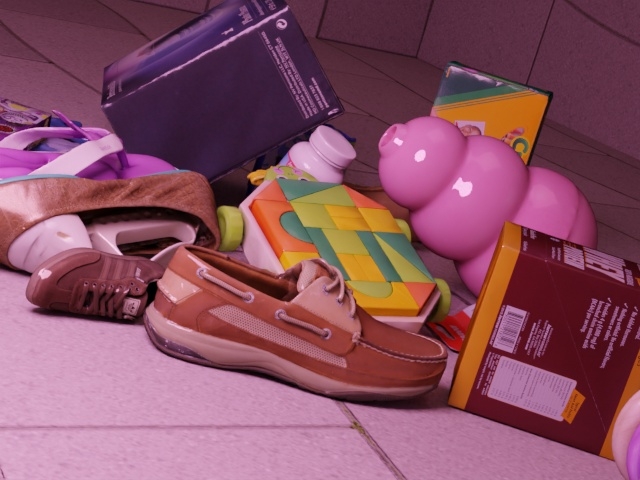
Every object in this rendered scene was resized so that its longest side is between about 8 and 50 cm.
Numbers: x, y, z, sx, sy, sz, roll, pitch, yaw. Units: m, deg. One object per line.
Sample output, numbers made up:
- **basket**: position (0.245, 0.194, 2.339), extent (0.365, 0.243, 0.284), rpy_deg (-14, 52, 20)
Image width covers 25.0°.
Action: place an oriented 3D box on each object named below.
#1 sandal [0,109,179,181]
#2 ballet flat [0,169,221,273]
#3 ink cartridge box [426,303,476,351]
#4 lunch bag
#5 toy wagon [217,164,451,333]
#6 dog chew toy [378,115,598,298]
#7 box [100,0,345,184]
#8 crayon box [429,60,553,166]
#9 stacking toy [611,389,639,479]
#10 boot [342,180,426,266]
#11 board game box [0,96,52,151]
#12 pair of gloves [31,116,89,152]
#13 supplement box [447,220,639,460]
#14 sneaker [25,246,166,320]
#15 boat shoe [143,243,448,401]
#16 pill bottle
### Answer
- **sandal**: position (-0.323, -0.100, 1.729), extent (0.416, 0.102, 0.169), rpy_deg (0, 24, -43)
- **ballet flat**: position (-0.250, -0.007, 1.611), extent (0.342, 0.116, 0.124), rpy_deg (-5, 52, -41)
- **ink cartridge box**: position (0.224, 0.109, 1.836), extent (0.179, 0.045, 0.145), rpy_deg (14, 14, -21)
- **lunch bag**: position (-0.035, -0.117, 2.216), extent (0.151, 0.129, 0.096), rpy_deg (7, 17, -37)
- **toy wagon**: position (0.000, 0.000, 1.783), extent (0.267, 0.068, 0.344), rpy_deg (4, 38, -31)
- **dog chew toy**: position (0.215, -0.046, 1.953), extent (0.332, 0.207, 0.206), rpy_deg (35, 8, -19)
- **box**: position (-0.150, -0.219, 2.079), extent (0.294, 0.183, 0.296), rpy_deg (-29, 18, 1)
- **crayon box**: position (0.236, -0.120, 2.230), extent (0.165, 0.278, 0.081), rpy_deg (19, 13, 10)
- **stacking toy**: position (0.381, 0.254, 1.322), extent (0.141, 0.141, 0.330), rpy_deg (13, 19, -13)
- **boot**: position (0.097, -0.003, 2.045), extent (0.236, 0.089, 0.269), rpy_deg (5, 19, -16)
- **board game box**: position (-0.571, -0.186, 1.999), extent (0.346, 0.056, 0.208), rpy_deg (18, 25, 5)
- **pair of gloves**: position (-0.398, -0.155, 2.166), extent (0.159, 0.023, 0.198), rpy_deg (16, 15, -9)
- **supplement box**: position (0.264, 0.107, 1.590), extent (0.194, 0.191, 0.129), rpy_deg (18, 15, 4)
- **sneaker**: position (-0.219, 0.050, 1.513), extent (0.071, 0.066, 0.188), rpy_deg (33, 22, 32)
- **boat shoe**: position (-0.017, 0.082, 1.508), extent (0.324, 0.120, 0.122), rpy_deg (12, 15, -16)
- **pill bottle**: position (-0.025, -0.078, 1.987), extent (0.087, 0.160, 0.087), rpy_deg (33, 24, -17)
